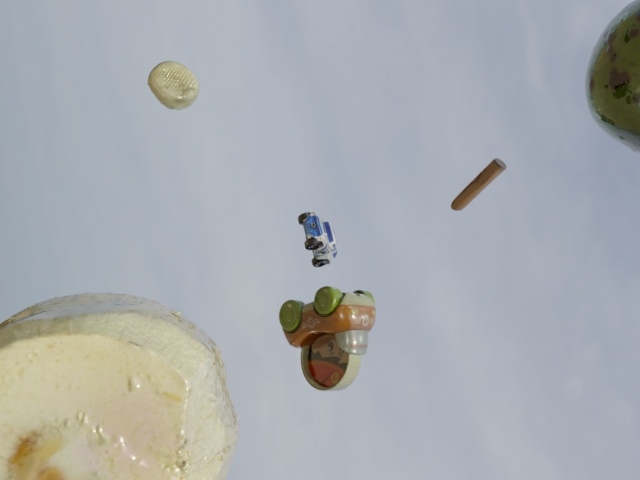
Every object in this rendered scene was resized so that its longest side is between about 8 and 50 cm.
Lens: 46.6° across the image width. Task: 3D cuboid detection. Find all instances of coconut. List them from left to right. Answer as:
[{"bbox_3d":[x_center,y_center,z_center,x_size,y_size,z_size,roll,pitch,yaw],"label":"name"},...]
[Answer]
[{"bbox_3d":[-0.224,0.192,0.742,0.254,0.297,0.297,152,-70,-83],"label":"coconut"}]

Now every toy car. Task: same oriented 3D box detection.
[{"bbox_3d":[0.000,0.000,1.679,0.170,0.070,0.080,68,6,-64],"label":"toy car"},{"bbox_3d":[0.027,0.226,1.670,0.235,0.145,0.235,-9,-104,43],"label":"toy car"}]

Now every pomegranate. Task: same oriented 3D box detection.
[{"bbox_3d":[0.445,-0.207,0.934,0.242,0.306,0.242,12,-71,37],"label":"pomegranate"}]

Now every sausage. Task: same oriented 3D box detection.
[{"bbox_3d":[0.251,-0.087,1.190,0.116,0.026,0.026,-49,-128,38],"label":"sausage"}]

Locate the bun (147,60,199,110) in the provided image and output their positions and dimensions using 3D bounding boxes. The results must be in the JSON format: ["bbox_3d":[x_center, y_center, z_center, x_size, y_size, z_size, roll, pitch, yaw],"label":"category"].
[{"bbox_3d":[-0.243,-0.250,1.226,0.055,0.086,0.086,-46,-125,50],"label":"bun"}]
